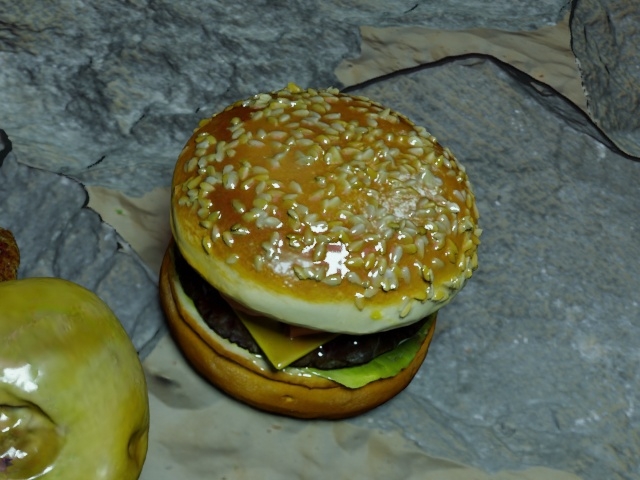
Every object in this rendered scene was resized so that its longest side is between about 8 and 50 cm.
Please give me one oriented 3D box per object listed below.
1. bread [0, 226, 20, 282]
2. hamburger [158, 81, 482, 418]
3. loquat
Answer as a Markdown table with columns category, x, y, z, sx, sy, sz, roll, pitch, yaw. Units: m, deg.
| category | x | y | z | sx | sy | sz | roll | pitch | yaw |
| --- | --- | --- | --- | --- | --- | --- | --- | --- | --- |
| bread | -0.358 | 0.015 | 0.993 | 0.193 | 0.064 | 0.193 | 10 | 42 | -9 |
| hamburger | 0.000 | 0.000 | 1.004 | 0.290 | 0.225 | 0.291 | 8 | 43 | -8 |
| loquat | -0.228 | 0.133 | 0.836 | 0.213 | 0.213 | 0.213 | 9 | 45 | -9 |
